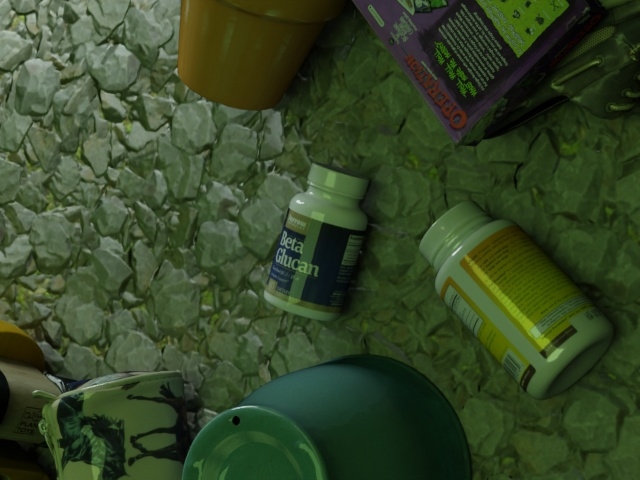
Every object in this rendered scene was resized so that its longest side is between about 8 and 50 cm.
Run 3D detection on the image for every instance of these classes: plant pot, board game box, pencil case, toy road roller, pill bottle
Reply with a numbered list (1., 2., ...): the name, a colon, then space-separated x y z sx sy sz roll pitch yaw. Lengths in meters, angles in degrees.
1. plant pot: -0.082 -0.262 1.930 0.205 0.205 0.188 34 120 26
2. board game box: 0.127 -0.296 1.765 0.208 0.056 0.347 -44 66 24
3. pencil case: -0.237 0.364 2.001 0.183 0.160 0.410 -6 85 -5
4. toy road roller: -0.468 0.252 2.127 0.240 0.202 0.330 35 100 38
5. pill bottle: 0.205 0.059 1.791 0.117 0.117 0.215 -49 67 19
6. pill bottle: 0.000 0.000 1.921 0.094 0.094 0.169 20 98 28
7. plant pot: -0.008 0.263 1.827 0.271 0.255 0.272 -1 87 29

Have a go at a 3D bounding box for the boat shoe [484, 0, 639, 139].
1. boat shoe: 0.301 -0.192 1.753 0.355 0.132 0.130 -15 91 37
